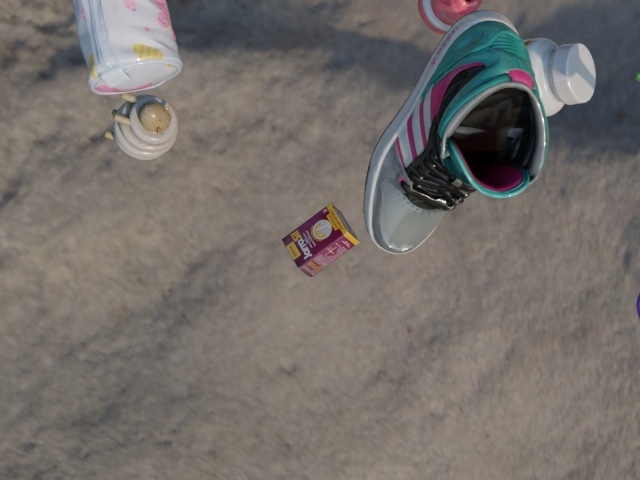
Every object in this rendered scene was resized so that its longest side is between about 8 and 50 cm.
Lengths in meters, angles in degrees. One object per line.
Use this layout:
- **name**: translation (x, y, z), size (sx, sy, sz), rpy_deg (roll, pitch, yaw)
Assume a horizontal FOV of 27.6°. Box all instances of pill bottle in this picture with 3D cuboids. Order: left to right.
- **pill bottle**: translation (0.298, -0.239, 1.949), size (0.208, 0.117, 0.118), rpy_deg (-3, 65, 39)

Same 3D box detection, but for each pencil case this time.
- **pencil case**: translation (-0.242, -0.306, 1.508), size (0.113, 0.124, 0.273), rpy_deg (-15, 84, 8)

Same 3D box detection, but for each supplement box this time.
- **supplement box**: translation (0.000, 0.000, 1.720), size (0.083, 0.043, 0.055), rpy_deg (-37, 60, 9)

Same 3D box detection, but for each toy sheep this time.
- **toy sheep**: translation (-0.228, -0.145, 1.680), size (0.091, 0.132, 0.091), rpy_deg (4, 76, -18)

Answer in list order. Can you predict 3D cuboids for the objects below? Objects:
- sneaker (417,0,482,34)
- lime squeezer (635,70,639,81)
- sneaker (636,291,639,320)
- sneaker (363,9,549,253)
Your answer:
- **sneaker**: translation (0.265, -0.479, 2.079), size (0.115, 0.136, 0.314), rpy_deg (22, 82, -16)
- **lime squeezer**: translation (0.508, -0.102, 1.591), size (0.310, 0.110, 0.059), rpy_deg (41, 80, 3)
- **sneaker**: translation (0.214, 0.072, 0.643), size (0.071, 0.068, 0.170), rpy_deg (-12, 31, -15)
- **sneaker**: translation (0.145, -0.077, 1.369), size (0.123, 0.296, 0.178), rpy_deg (15, 28, -19)
